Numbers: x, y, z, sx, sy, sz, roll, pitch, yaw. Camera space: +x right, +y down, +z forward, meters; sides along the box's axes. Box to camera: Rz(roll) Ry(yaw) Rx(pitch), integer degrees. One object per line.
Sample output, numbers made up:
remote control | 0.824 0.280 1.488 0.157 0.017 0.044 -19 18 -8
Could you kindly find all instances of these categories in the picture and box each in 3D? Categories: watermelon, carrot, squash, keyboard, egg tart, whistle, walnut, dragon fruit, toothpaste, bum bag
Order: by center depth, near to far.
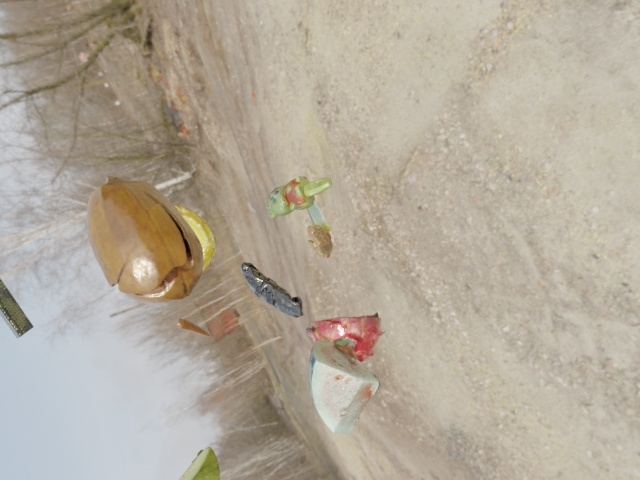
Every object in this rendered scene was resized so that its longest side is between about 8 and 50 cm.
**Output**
walnut | -0.385 -0.011 0.935 0.336 0.209 0.209 54 162 19
keyboard | -0.782 0.157 1.087 0.055 0.014 0.176 -79 -34 -72
watermelon | 0.069 0.406 1.339 0.289 0.213 0.320 57 -146 -42
squash | -0.481 0.853 1.533 0.093 0.252 0.169 -17 77 44
whistle | -0.086 -0.168 1.597 0.106 0.288 0.131 43 -141 -39
egg tart | -0.562 0.003 1.726 0.120 0.315 0.315 -113 4 -66
bum bag | -0.206 0.214 1.812 0.340 0.095 0.144 32 144 18
carrot | -0.580 0.407 2.016 0.216 0.048 0.048 41 -173 -49
dragon fruit | 0.132 0.491 2.156 0.386 0.371 0.249 19 -115 -54
toothpaste | -0.014 -0.103 2.250 0.313 0.071 0.089 -115 3 -47

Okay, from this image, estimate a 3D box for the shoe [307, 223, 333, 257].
shoe | 0.001 -0.003 1.341 0.109 0.072 0.069 44 172 -23
